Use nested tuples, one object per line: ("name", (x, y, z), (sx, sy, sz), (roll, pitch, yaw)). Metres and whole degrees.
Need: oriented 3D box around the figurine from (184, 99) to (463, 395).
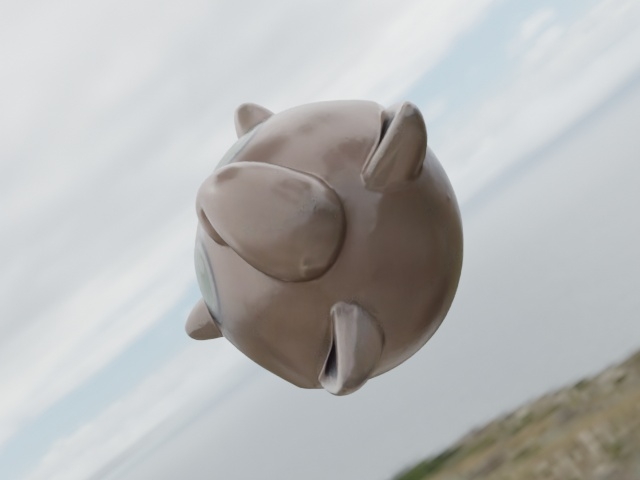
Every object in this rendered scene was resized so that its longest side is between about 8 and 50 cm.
("figurine", (0.000, 0.000, 0.712), (0.125, 0.125, 0.138), (-37, 12, -12))
